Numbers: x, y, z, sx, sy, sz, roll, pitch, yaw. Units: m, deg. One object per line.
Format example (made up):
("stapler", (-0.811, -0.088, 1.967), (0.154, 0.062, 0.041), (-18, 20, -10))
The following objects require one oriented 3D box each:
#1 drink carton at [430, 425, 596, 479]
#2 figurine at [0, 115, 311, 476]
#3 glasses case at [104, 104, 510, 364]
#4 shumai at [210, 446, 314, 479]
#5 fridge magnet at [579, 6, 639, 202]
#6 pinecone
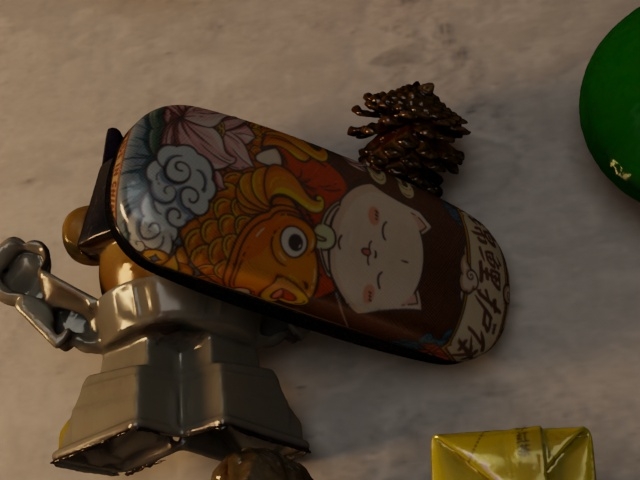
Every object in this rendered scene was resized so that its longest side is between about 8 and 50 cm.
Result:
("drink carton", (0.132, 0.305, 0.717), (0.111, 0.154, 0.351), (-4, 66, 12))
("figurine", (-0.108, 0.034, 0.905), (0.309, 0.143, 0.308), (9, 66, -21))
("glasses case", (0.000, 0.000, 0.842), (0.321, 0.082, 0.122), (20, 58, -22))
("shumai", (-0.007, 0.246, 0.784), (0.176, 0.166, 0.205), (7, 94, 6))
("fridge magnet", (0.307, -0.105, 0.896), (0.208, 0.088, 0.208), (-5, 65, 11))
("pinecone", (0.067, -0.074, 0.935), (0.102, 0.102, 0.109), (13, 71, 19))
